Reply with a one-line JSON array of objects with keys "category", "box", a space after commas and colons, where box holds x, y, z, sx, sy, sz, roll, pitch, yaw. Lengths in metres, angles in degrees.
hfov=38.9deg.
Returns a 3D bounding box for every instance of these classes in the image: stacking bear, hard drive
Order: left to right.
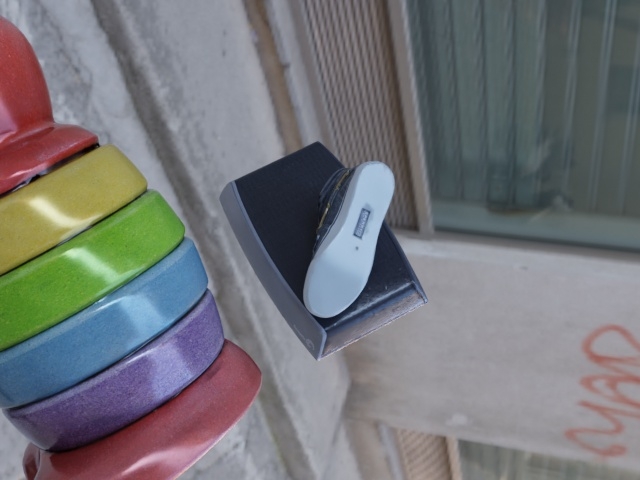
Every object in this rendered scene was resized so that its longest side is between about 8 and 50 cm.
[{"category": "stacking bear", "box": [-0.170, 0.000, 0.533, 0.289, 0.164, 0.175, 62, -14, -12]}, {"category": "hard drive", "box": [0.000, 0.000, 1.092, 0.254, 0.172, 0.054, 57, -15, 25]}]

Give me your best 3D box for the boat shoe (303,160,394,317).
[{"category": "boat shoe", "box": [0.021, -0.001, 1.008, 0.083, 0.065, 0.183, -1, -118, 64]}]
